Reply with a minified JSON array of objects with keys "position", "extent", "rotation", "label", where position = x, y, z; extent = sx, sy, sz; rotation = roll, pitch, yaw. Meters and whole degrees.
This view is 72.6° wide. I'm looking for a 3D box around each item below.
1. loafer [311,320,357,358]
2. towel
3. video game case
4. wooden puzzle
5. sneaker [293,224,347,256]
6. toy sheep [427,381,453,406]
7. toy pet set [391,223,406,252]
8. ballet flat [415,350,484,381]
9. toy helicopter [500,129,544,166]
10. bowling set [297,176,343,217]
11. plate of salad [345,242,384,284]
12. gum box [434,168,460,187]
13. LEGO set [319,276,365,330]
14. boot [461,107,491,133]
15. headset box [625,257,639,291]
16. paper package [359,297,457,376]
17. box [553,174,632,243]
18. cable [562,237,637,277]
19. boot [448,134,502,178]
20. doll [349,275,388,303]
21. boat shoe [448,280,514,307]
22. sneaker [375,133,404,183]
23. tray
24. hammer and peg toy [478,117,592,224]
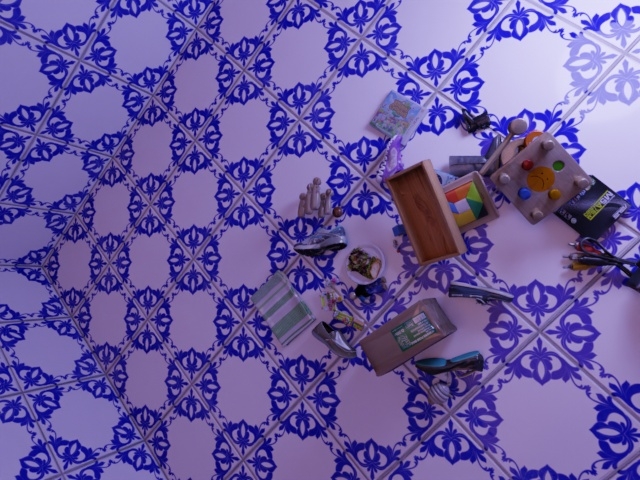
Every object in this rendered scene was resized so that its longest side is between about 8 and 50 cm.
[{"position":[0.069,0.463,2.042],"extent":[0.251,0.094,0.087],"rotation":[30,103,25],"label":"loafer"},{"position":[-0.197,0.345,2.217],"extent":[0.248,0.038,0.324],"rotation":[-45,69,17],"label":"towel"},{"position":[0.362,-0.573,2.032],"extent":[0.212,0.023,0.193],"rotation":[39,102,24],"label":"video game case"},{"position":[0.592,-0.143,1.826],"extent":[0.239,0.044,0.220],"rotation":[-25,99,24],"label":"wooden puzzle"},{"position":[0.000,0.000,2.131],"extent":[0.283,0.110,0.122],"rotation":[-11,63,22],"label":"sneaker"},{"position":[0.499,0.638,1.821],"extent":[0.091,0.091,0.132],"rotation":[44,104,23],"label":"toy sheep"},{"position":[0.374,-0.015,1.952],"extent":[0.122,0.065,0.114],"rotation":[-21,76,23],"label":"toy pet set"},{"position":[0.537,0.531,1.810],"extent":[0.281,0.095,0.096],"rotation":[-16,90,24],"label":"ballet flat"},{"position":[0.841,-0.237,1.712],"extent":[0.235,0.140,0.355],"rotation":[-37,83,12],"label":"toy helicopter"},{"position":[0.011,-0.193,2.115],"extent":[0.287,0.200,0.154],"rotation":[165,111,-67],"label":"bowling set"},{"position":[0.201,0.105,2.023],"extent":[0.200,0.048,0.199],"rotation":[-9,73,29],"label":"plate of salad"},{"position":[0.491,-0.228,1.904],"extent":[0.185,0.041,0.156],"rotation":[26,114,25],"label":"gum box"},{"position":[0.081,0.318,2.042],"extent":[0.132,0.107,0.286],"rotation":[-37,70,19],"label":"LEGO set"},{"position":[0.667,-0.526,1.866],"extent":[0.099,0.045,0.121],"rotation":[-19,84,26],"label":"boot"},{"position":[1.221,0.131,1.469],"extent":[0.293,0.110,0.218],"rotation":[34,101,13],"label":"headset box"},{"position":[0.360,0.391,1.786],"extent":[0.325,0.310,0.168],"rotation":[-37,71,17],"label":"paper package"},{"position":[1.013,-0.118,1.632],"extent":[0.184,0.045,0.190],"rotation":[42,103,7],"label":"box"},{"position":[1.063,0.066,1.613],"extent":[0.288,0.072,0.139],"rotation":[10,104,18],"label":"cable"},{"position":[0.654,-0.352,1.849],"extent":[0.209,0.076,0.189],"rotation":[6,87,33],"label":"boot"},{"position":[0.215,0.232,2.014],"extent":[0.189,0.046,0.128],"rotation":[-24,54,25],"label":"doll"},{"position":[0.649,0.225,1.778],"extent":[0.255,0.095,0.078],"rotation":[10,88,28],"label":"boat shoe"},{"position":[0.339,-0.362,1.991],"extent":[0.105,0.095,0.236],"rotation":[22,102,21],"label":"sneaker"},{"position":[0.442,-0.113,1.840],"extent":[0.203,0.076,0.410],"rotation":[-23,87,45],"label":"tray"},{"position":[0.768,-0.261,1.610],"extent":[0.361,0.127,0.266],"rotation":[46,113,-1],"label":"hammer and peg toy"}]
